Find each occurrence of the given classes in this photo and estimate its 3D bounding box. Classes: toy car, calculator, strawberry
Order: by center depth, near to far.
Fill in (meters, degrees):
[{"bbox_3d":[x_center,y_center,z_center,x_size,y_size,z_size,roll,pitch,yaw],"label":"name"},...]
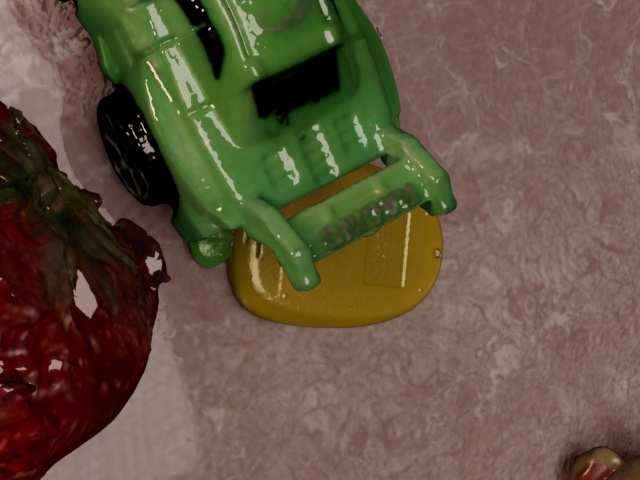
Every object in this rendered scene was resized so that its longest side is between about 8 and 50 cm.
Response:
[{"bbox_3d":[-0.244,0.048,0.801,0.220,0.274,0.274,-38,109,20],"label":"strawberry"},{"bbox_3d":[-0.060,-0.152,0.871,0.213,0.176,0.358,-26,100,-24],"label":"toy car"},{"bbox_3d":[0.000,0.000,0.999,0.235,0.032,0.146,5,88,-26],"label":"calculator"}]

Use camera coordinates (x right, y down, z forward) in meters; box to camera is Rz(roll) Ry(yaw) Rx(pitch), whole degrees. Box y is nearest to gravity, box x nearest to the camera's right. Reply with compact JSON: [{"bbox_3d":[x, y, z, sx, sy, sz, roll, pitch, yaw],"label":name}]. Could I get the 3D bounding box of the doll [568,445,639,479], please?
[{"bbox_3d":[0.329,0.350,1.078,0.174,0.235,0.329,-15,109,-66],"label":"doll"}]
